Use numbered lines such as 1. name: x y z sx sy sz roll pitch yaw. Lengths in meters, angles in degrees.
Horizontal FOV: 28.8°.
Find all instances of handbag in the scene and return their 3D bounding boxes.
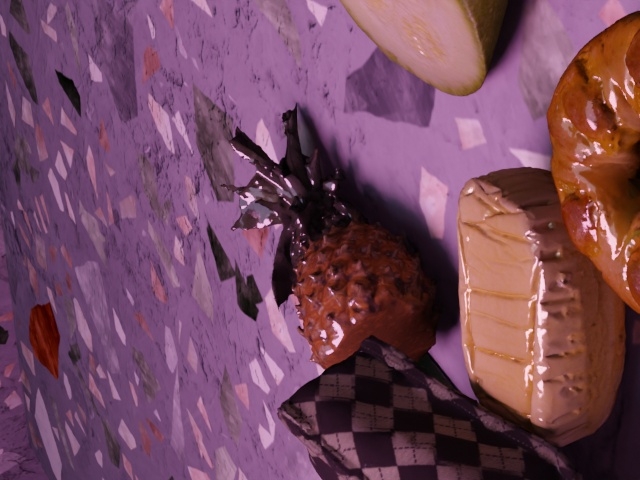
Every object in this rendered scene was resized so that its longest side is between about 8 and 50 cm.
1. handbag: 0.124 0.323 1.181 0.317 0.180 0.416 29 147 47

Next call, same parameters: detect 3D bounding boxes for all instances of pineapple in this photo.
1. pineapple: 0.001 0.003 1.380 0.364 0.165 0.165 -124 29 -45

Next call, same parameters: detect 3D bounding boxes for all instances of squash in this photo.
1. squash: 0.067 -0.212 1.049 0.189 0.189 0.260 53 144 34

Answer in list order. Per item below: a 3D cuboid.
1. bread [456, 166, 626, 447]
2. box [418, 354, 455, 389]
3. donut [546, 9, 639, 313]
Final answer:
1. bread: 0.191 0.053 1.064 0.140 0.106 0.236 29 131 56
2. box: 0.104 0.213 1.371 0.199 0.081 0.135 48 146 36
3. donut: 0.253 -0.053 0.866 0.226 0.114 0.226 42 142 45
